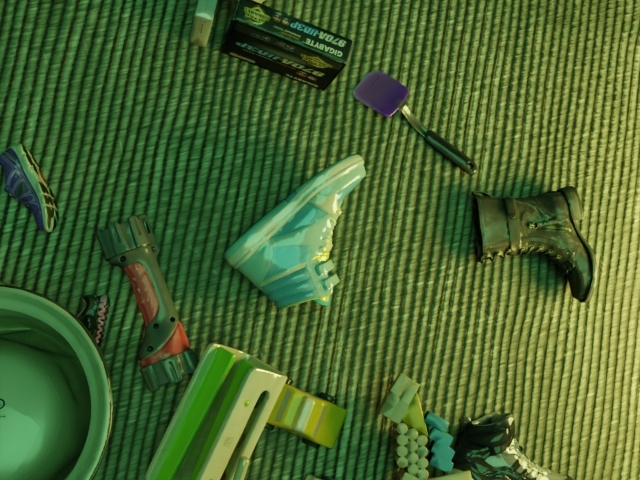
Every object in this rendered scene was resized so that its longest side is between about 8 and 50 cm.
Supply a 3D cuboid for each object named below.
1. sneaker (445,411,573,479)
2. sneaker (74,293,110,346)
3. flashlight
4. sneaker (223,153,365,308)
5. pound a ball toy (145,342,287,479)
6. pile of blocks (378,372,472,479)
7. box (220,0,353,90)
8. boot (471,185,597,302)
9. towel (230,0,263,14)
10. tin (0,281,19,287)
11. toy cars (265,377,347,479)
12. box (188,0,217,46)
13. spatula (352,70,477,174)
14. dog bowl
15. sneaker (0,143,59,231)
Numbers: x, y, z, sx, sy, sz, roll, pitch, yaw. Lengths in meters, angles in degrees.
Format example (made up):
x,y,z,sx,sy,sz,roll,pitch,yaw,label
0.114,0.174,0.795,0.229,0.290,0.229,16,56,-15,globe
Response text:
x,y,z,sx,sy,sz,roll,pitch,yaw,label
0.381,0.415,1.666,0.269,0.101,0.153,11,84,-10,sneaker
-0.413,0.151,1.537,0.057,0.047,0.119,9,74,-6,sneaker
-0.314,0.112,1.537,0.103,0.103,0.304,-24,88,17,flashlight
0.000,0.000,1.613,0.319,0.127,0.208,-40,92,-5,sneaker
-0.154,0.367,1.482,0.136,0.208,0.319,28,85,-50,pound a ball toy
0.198,0.423,1.610,0.149,0.112,0.362,-8,84,-1,pile of blocks
-0.067,-0.362,1.608,0.220,0.175,0.051,19,79,-11,box
0.422,0.014,1.741,0.229,0.091,0.263,-10,82,-9,boot
-0.077,-0.555,1.621,0.049,0.187,0.282,35,77,7,towel
-0.593,0.115,1.499,0.190,0.040,0.106,18,84,-11,tin
0.006,0.411,1.584,0.176,0.087,0.393,-26,90,-15,toy cars
-0.203,-0.473,1.603,0.038,0.145,0.186,15,80,-11,box
0.200,-0.231,1.733,0.296,0.030,0.084,39,74,-7,spatula
-0.528,0.283,1.368,0.408,0.150,0.408,2,73,-6,dog bowl
-0.522,-0.086,1.534,0.071,0.068,0.170,-27,82,0,sneaker
